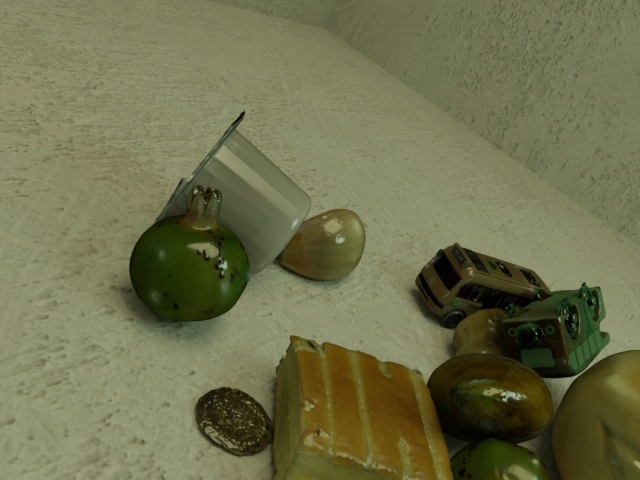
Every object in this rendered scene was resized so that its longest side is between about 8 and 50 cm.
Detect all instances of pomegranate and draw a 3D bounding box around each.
[{"bbox_3d":[-0.192,0.018,0.930,0.180,0.209,0.180,12,22,-5],"label":"pomegranate"},{"bbox_3d":[0.238,0.345,0.820,0.159,0.159,0.205,41,-5,20],"label":"pomegranate"}]

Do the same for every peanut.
[{"bbox_3d":[0.316,0.217,1.213,0.120,0.110,0.236,44,37,4],"label":"peanut"}]

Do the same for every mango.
[{"bbox_3d":[0.258,0.244,0.954,0.193,0.146,0.316,1,-16,12],"label":"mango"}]

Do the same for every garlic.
[{"bbox_3d":[0.015,0.001,1.283,0.164,0.145,0.245,7,13,27],"label":"garlic"}]

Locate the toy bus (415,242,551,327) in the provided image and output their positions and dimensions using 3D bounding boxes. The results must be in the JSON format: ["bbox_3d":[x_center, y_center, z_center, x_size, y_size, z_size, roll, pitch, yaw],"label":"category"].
[{"bbox_3d":[0.368,0.113,1.380,0.290,0.157,0.139,17,29,-25],"label":"toy bus"}]

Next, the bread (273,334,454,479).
[{"bbox_3d":[0.052,0.260,0.864,0.239,0.111,0.246,24,27,-15],"label":"bread"}]

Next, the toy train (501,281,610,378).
[{"bbox_3d":[0.468,0.179,1.217,0.326,0.129,0.159,-12,88,-52],"label":"toy train"}]

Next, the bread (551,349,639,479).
[{"bbox_3d":[0.581,0.364,1.052,0.348,0.252,0.376,36,23,27],"label":"bread"}]

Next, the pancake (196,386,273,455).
[{"bbox_3d":[-0.115,0.244,0.834,0.115,0.011,0.115,23,27,-13],"label":"pancake"}]

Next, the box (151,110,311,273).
[{"bbox_3d":[-0.155,-0.049,1.102,0.206,0.262,0.291,37,64,-10],"label":"box"}]
